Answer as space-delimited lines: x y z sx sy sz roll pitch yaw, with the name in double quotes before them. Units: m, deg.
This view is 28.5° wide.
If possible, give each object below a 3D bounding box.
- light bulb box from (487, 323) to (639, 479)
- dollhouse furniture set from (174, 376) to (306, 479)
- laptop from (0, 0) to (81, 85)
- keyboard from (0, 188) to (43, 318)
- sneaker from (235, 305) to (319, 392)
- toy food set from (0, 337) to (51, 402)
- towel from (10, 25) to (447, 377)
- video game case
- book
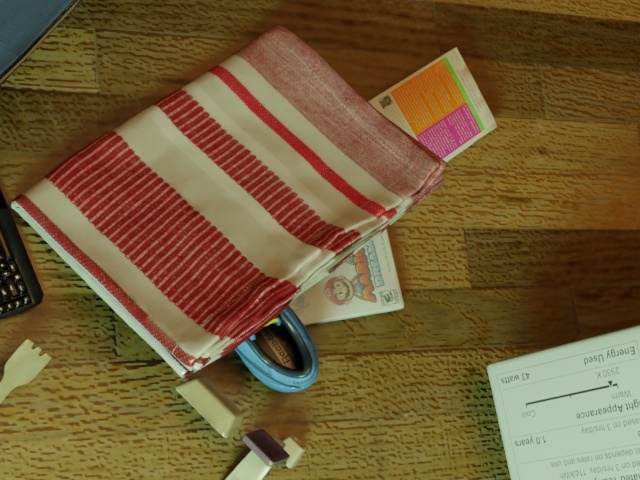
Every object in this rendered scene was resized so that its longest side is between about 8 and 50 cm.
"light bulb box" 0.375 0.241 1.107 0.225 0.358 0.361 -3 77 -40
"dollhouse furniture set" -0.089 0.181 1.117 0.114 0.091 0.081 43 102 15
"laptop" -0.316 -0.363 0.977 0.408 0.236 0.382 44 76 -18
"keyboard" -0.307 -0.021 1.053 0.100 0.038 0.192 -23 85 -29
"sneaker" -0.075 0.046 1.111 0.069 0.082 0.209 -40 88 -13
"toy food set" -0.328 0.073 1.009 0.132 0.038 0.192 -48 111 -9
"towel" -0.074 -0.051 1.126 0.237 0.037 0.329 41 59 19
"video game case" 0.000 0.000 1.204 0.143 0.019 0.157 -7 79 -27
"book" 0.105 -0.121 1.283 0.144 0.035 0.096 -34 95 -29
